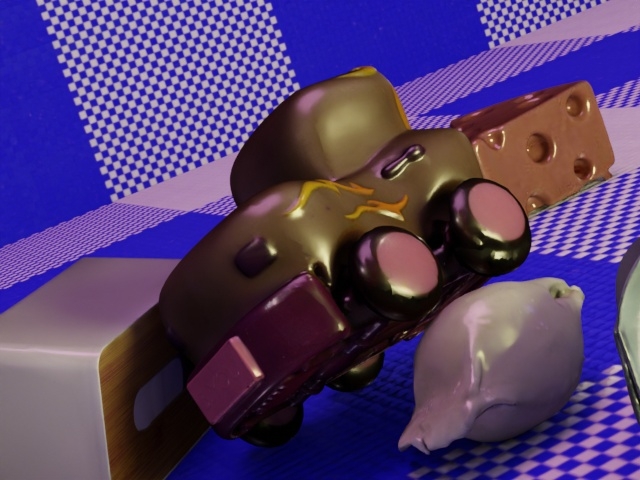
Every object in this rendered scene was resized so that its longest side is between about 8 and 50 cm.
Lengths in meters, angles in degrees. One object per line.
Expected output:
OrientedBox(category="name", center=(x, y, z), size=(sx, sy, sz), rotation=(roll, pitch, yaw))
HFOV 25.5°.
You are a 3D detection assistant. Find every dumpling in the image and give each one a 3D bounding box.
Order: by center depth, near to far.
OrientedBox(category="dumpling", center=(0.124, 0.100, 1.077), size=(0.181, 0.111, 0.155), rotation=(-1, -22, -43))

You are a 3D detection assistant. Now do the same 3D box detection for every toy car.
OrientedBox(category="toy car", center=(0.000, 0.000, 1.191), size=(0.340, 0.240, 0.271), rotation=(-26, -15, -43))

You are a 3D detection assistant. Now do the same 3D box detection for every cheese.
OrientedBox(category="cheese", center=(0.232, -0.099, 1.765), size=(0.203, 0.128, 0.177), rotation=(-30, 14, -27))

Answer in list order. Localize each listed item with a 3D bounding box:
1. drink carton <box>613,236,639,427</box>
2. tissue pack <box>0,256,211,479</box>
OrientedBox(category="drink carton", center=(0.269, 0.050, 0.890), size=(0.191, 0.185, 0.189), rotation=(-21, 9, 4))
OrientedBox(category="tissue pack", center=(-0.194, 0.122, 1.252), size=(0.136, 0.159, 0.246), rotation=(3, 20, 19))
